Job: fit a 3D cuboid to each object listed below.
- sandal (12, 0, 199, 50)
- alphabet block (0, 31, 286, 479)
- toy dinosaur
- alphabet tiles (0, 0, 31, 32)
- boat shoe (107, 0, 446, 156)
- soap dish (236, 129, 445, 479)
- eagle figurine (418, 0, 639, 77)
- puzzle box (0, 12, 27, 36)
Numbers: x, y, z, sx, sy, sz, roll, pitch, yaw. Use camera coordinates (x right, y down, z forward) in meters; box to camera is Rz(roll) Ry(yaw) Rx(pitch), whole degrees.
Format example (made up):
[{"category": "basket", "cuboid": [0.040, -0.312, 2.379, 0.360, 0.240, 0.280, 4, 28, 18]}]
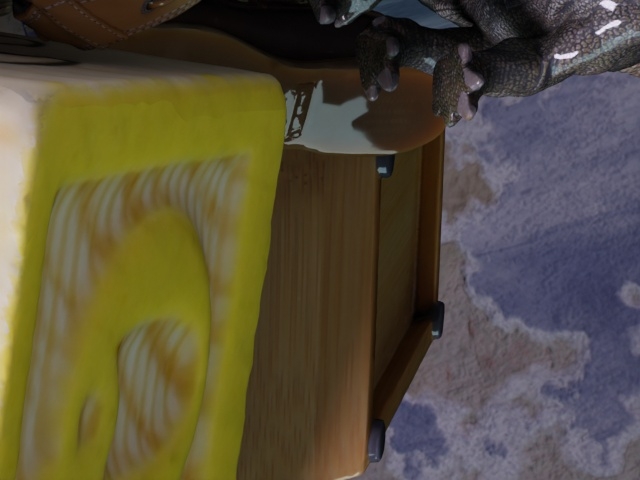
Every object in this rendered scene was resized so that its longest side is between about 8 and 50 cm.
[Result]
[{"category": "sandal", "cuboid": [-0.063, -0.087, 0.578, 0.090, 0.060, 0.219, -15, -179, 16]}, {"category": "alphabet block", "cuboid": [-0.141, 0.031, 0.584, 0.197, 0.193, 0.192, 10, -170, 17]}, {"category": "toy dinosaur", "cuboid": [0.093, -0.102, 0.785, 0.160, 0.121, 0.313, -6, 174, -26]}, {"category": "alphabet tiles", "cuboid": [-0.204, -0.081, 0.828, 0.198, 0.009, 0.237, -16, -178, -37]}, {"category": "boat shoe", "cuboid": [-0.038, -0.081, 0.903, 0.207, 0.073, 0.073, 4, 127, -32]}, {"category": "soap dish", "cuboid": [0.000, 0.000, 1.102, 0.118, 0.229, 0.291, 5, -164, 12]}, {"category": "eagle figurine", "cuboid": [0.189, -0.102, 0.997, 0.298, 0.225, 0.226, -28, -161, -35]}, {"category": "puzzle box", "cuboid": [-0.111, 0.085, 0.923, 0.052, 0.272, 0.409, -18, 169, -7]}]
